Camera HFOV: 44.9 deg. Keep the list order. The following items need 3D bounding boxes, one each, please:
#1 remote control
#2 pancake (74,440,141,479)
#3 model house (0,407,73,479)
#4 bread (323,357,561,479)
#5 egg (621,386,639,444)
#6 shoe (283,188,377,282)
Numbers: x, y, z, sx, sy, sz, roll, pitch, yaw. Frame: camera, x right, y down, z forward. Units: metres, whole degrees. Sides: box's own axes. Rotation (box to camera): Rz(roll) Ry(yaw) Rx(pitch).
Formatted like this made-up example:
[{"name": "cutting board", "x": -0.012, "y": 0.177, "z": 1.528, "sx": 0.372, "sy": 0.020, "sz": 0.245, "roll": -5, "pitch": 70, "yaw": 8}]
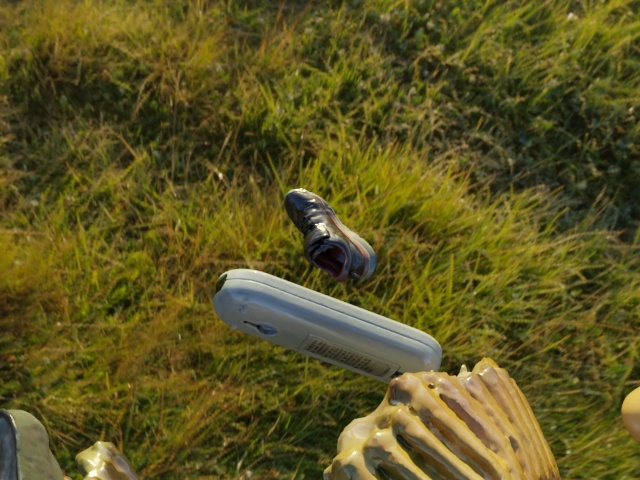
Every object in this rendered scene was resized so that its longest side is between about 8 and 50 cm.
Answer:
[{"name": "remote control", "x": 0.007, "y": 0.093, "z": 0.783, "sx": 0.244, "sy": 0.087, "sz": 0.047, "roll": 21, "pitch": 60, "yaw": -8}, {"name": "pancake", "x": -0.121, "y": 0.118, "z": 0.261, "sx": 0.190, "sy": 0.020, "sz": 0.184, "roll": 35, "pitch": 19, "yaw": -28}, {"name": "model house", "x": -0.332, "y": 0.348, "z": 0.883, "sx": 0.271, "sy": 0.301, "sz": 0.190, "roll": -30, "pitch": 49, "yaw": 17}, {"name": "bread", "x": 0.099, "y": 0.226, "z": 0.620, "sx": 0.149, "sy": 0.274, "sz": 0.274, "roll": 26, "pitch": 61, "yaw": 30}, {"name": "egg", "x": 0.296, "y": 0.150, "z": 0.647, "sx": 0.083, "sy": 0.071, "sz": 0.071, "roll": -5, "pitch": 63, "yaw": 19}, {"name": "shoe", "x": 0.000, "y": 0.000, "z": 1.875, "sx": 0.291, "sy": 0.114, "sz": 0.137, "roll": 44, "pitch": 38, "yaw": 15}]
